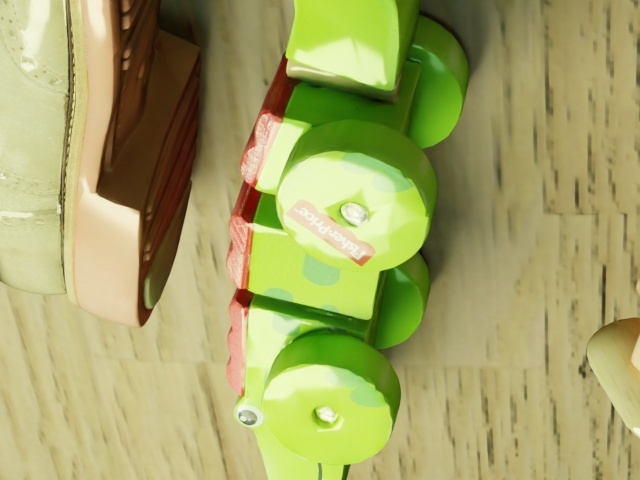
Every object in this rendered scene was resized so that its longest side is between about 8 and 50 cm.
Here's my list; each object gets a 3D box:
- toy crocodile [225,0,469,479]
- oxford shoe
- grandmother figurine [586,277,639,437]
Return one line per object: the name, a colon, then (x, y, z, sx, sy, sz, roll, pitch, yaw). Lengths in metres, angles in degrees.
toy crocodile: (0.000, 0.000, 0.825, 0.105, 0.115, 0.340, 12, 133, 6)
oxford shoe: (-0.130, -0.116, 0.718, 0.146, 0.140, 0.397, 11, 134, 6)
grandmother figurine: (0.233, -0.043, 0.763, 0.208, 0.104, 0.342, -1, 138, -29)
